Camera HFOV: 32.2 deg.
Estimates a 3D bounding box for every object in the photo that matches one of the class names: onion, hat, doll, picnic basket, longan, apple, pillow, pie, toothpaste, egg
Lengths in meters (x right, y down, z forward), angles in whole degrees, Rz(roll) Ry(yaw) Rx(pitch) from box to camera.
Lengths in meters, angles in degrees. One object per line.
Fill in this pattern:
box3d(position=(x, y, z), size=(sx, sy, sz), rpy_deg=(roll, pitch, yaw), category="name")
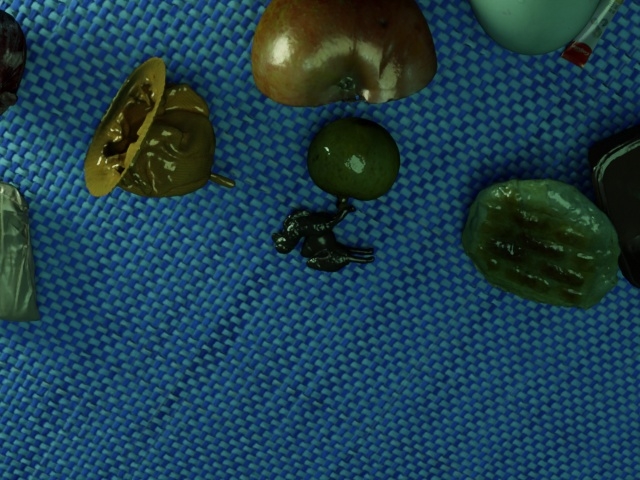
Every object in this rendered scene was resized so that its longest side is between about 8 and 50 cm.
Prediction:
box3d(position=(-0.529, -0.278, 1.774), size=(0.098, 0.151, 0.206), rpy_deg=(1, 133, -44), category="onion")
box3d(position=(-0.230, -0.134, 1.826), size=(0.233, 0.244, 0.233), rpy_deg=(28, 117, -32), category="hat")
box3d(position=(0.000, 0.000, 1.985), size=(0.165, 0.057, 0.139), rpy_deg=(-18, 118, 11), category="doll")
box3d(position=(0.590, -0.081, 1.973), size=(0.222, 0.129, 0.297), rpy_deg=(-24, 116, 3), category="picnic basket")
box3d(position=(0.053, -0.127, 1.882), size=(0.154, 0.145, 0.176), rpy_deg=(28, 115, 11), category="longan")
box3d(position=(0.031, -0.332, 1.723), size=(0.293, 0.251, 0.163), rpy_deg=(-9, 125, -2), category="apple")
box3d(position=(-0.582, 0.019, 1.918), size=(0.173, 0.067, 0.270), rpy_deg=(1, 114, -2), category="pillow")
box3d(position=(0.385, 0.008, 1.960), size=(0.306, 0.071, 0.306), rpy_deg=(14, 132, 16), category="pie")
box3d(position=(0.478, -0.382, 1.876), size=(0.048, 0.031, 0.190), rpy_deg=(23, 113, -20), category="toothpaste")
box3d(position=(0.333, -0.471, 1.707), size=(0.230, 0.230, 0.371), rpy_deg=(-3, 111, -5), category="egg")
